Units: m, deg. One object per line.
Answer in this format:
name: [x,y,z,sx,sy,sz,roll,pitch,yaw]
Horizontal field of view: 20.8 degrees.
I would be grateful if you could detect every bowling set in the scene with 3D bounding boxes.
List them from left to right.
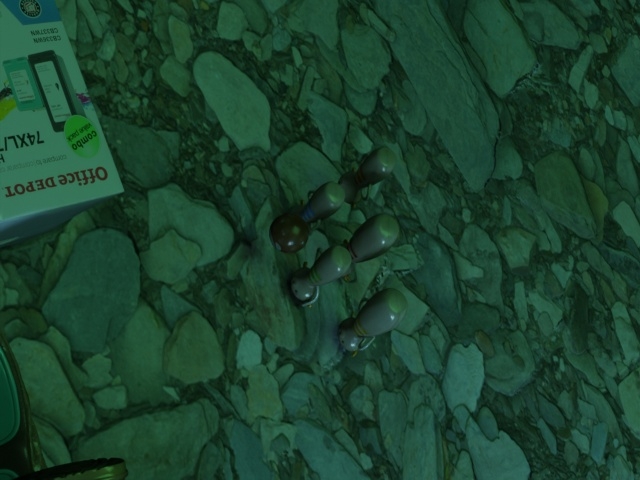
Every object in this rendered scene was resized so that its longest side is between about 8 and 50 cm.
bowling set: [0.000,0.000,2.401,0.199,0.154,0.287,12,63,-25]

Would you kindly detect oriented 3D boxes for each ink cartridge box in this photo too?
ink cartridge box: [-0.389,-0.131,1.944,0.198,0.197,0.270,-18,86,-51]

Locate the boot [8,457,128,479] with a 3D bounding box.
boot: [-0.279,0.377,1.800,0.089,0.236,0.270,-59,133,-85]

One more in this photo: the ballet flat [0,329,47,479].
ballet flat: [-0.346,0.228,1.893,0.124,0.116,0.342,-58,128,-86]
